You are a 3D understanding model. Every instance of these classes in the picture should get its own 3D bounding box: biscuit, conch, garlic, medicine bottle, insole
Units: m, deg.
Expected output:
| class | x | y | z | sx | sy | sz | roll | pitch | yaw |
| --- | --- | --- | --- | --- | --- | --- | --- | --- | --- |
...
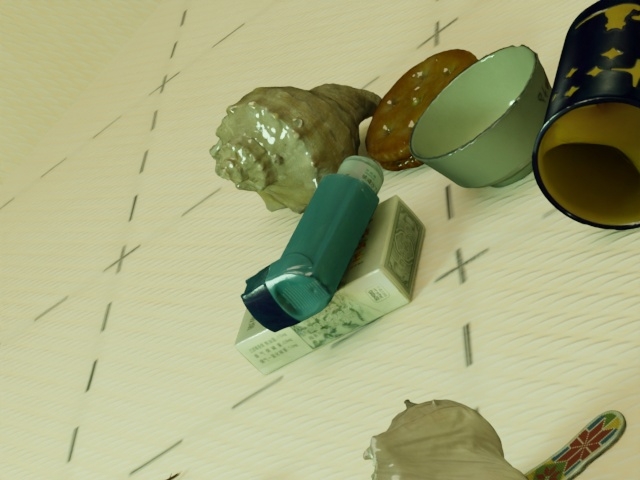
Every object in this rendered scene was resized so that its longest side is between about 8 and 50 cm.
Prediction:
| class | x | y | z | sx | sy | sz | roll | pitch | yaw |
| --- | --- | --- | --- | --- | --- | --- | --- | --- | --- |
| biscuit | 0.159 | -0.189 | 2.313 | 0.220 | 0.066 | 0.220 | -36 | 27 | 22 |
| conch | -0.035 | -0.132 | 2.386 | 0.324 | 0.186 | 0.263 | -8 | -8 | -37 |
| garlic | 0.126 | 0.261 | 1.480 | 0.143 | 0.178 | 0.229 | 2 | 66 | 32 |
| medicine bottle | 0.000 | 0.000 | 2.047 | 0.124 | 0.079 | 0.258 | -18 | 34 | 46 |
| insole | 0.227 | 0.236 | 1.557 | 0.193 | 0.006 | 0.065 | -42 | 24 | 3 |

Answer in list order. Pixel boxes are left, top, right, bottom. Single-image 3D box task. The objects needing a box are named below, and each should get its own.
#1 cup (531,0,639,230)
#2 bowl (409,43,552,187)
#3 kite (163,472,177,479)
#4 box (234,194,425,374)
| class | x | y | z | sx | sy | sz | roll | pitch | yaw |
| --- | --- | --- | --- | --- | --- | --- | --- | --- | --- |
| cup | 0.389 | -0.146 | 1.819 | 0.256 | 0.255 | 0.178 | -68 | -4 | -48 |
| bowl | 0.229 | -0.146 | 2.067 | 0.211 | 0.112 | 0.211 | -34 | 25 | 18 |
| kite | -0.289 | 0.369 | 2.100 | 0.229 | 0.016 | 0.127 | -30 | 5 | 21 |
| box | 0.012 | 0.061 | 2.114 | 0.256 | 0.069 | 0.164 | -29 | 27 | 30 |
